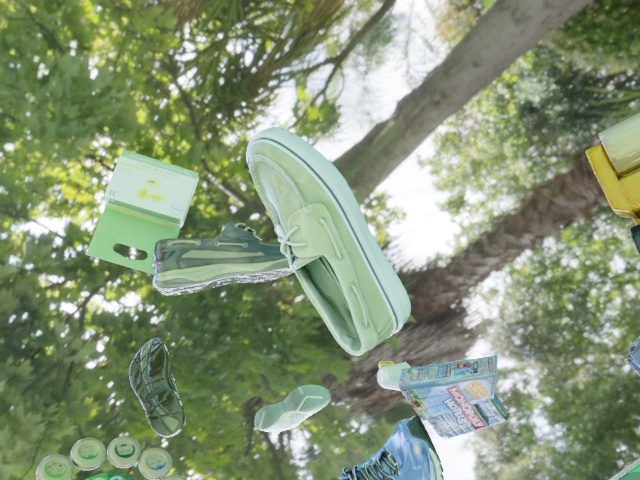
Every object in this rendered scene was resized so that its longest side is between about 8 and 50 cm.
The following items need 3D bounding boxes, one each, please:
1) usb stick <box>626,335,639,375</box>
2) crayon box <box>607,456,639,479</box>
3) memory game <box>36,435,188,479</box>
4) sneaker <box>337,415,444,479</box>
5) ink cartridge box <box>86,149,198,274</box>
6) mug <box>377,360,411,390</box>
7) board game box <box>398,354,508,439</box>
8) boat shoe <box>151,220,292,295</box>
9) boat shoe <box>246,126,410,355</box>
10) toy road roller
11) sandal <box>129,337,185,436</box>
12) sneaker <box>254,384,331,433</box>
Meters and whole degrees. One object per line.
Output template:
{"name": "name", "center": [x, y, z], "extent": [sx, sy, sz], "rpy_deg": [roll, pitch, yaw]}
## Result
{"name": "usb stick", "center": [0.544, 0.089, 0.999], "extent": [0.045, 0.278, 0.077], "rpy_deg": [14, -152, -38]}
{"name": "crayon box", "center": [0.541, 0.389, 1.121], "extent": [0.106, 0.313, 0.363], "rpy_deg": [53, -175, 27]}
{"name": "memory game", "center": [-0.219, 0.283, 0.732], "extent": [0.186, 0.012, 0.186], "rpy_deg": [15, -141, -12]}
{"name": "sneaker", "center": [0.117, 0.447, 1.283], "extent": [0.147, 0.330, 0.130], "rpy_deg": [-1, -142, -21]}
{"name": "ink cartridge box", "center": [-0.371, -0.059, 1.486], "extent": [0.171, 0.056, 0.235], "rpy_deg": [17, -118, -8]}
{"name": "mug", "center": [0.158, 0.302, 1.567], "extent": [0.064, 0.078, 0.062], "rpy_deg": [4, -95, -23]}
{"name": "board game box", "center": [0.291, 0.315, 1.425], "extent": [0.194, 0.194, 0.060], "rpy_deg": [54, -152, -20]}
{"name": "boat shoe", "center": [-0.174, 0.022, 1.469], "extent": [0.355, 0.132, 0.130], "rpy_deg": [-8, -101, -20]}
{"name": "boat shoe", "center": [0.000, 0.000, 0.860], "extent": [0.302, 0.109, 0.094], "rpy_deg": [54, -132, -2]}
{"name": "toy road roller", "center": [0.716, -0.093, 1.458], "extent": [0.240, 0.202, 0.329], "rpy_deg": [13, -126, -58]}
{"name": "sandal", "center": [-0.303, 0.285, 1.356], "extent": [0.219, 0.090, 0.060], "rpy_deg": [53, 178, 39]}
{"name": "sneaker", "center": [-0.045, 0.313, 1.307], "extent": [0.061, 0.152, 0.054], "rpy_deg": [47, -158, -48]}
